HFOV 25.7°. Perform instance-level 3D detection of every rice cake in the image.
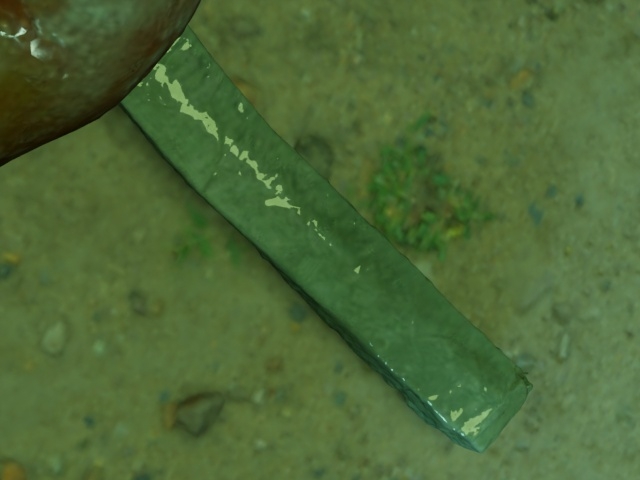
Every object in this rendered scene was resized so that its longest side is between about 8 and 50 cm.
[{"bbox_3d":[0.000,0.000,0.563,0.045,0.042,0.245,-49,114,-9],"label":"rice cake"}]

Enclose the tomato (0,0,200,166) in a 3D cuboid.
[{"bbox_3d":[-0.138,-0.093,0.413,0.214,0.180,0.155,11,99,-23],"label":"tomato"}]
